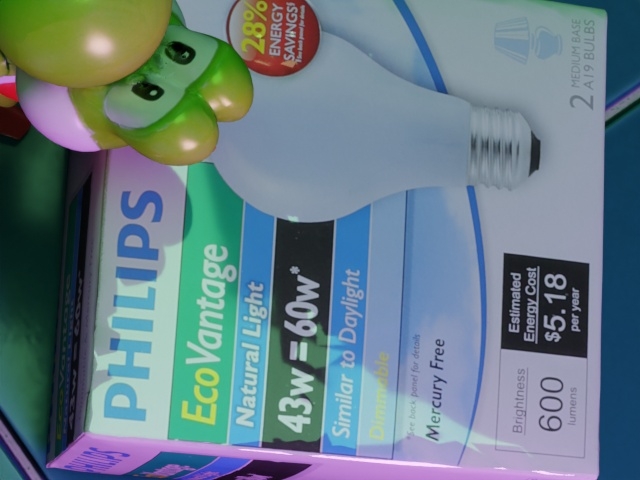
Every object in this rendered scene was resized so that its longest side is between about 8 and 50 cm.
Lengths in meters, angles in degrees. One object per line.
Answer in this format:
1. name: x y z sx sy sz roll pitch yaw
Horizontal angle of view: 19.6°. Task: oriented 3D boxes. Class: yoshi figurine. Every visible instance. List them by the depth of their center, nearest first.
1. yoshi figurine: -0.199 -0.166 1.150 0.362 0.203 0.203 25 105 33

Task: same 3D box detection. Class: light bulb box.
1. light bulb box: 0.000 0.000 1.362 0.361 0.225 0.357 6 76 -14

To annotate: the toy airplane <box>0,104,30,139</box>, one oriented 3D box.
1. toy airplane: -0.302 -0.098 1.414 0.151 0.028 0.151 3 75 -12
